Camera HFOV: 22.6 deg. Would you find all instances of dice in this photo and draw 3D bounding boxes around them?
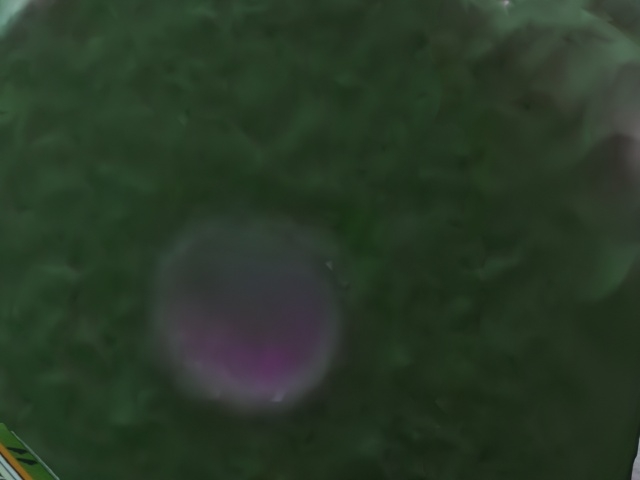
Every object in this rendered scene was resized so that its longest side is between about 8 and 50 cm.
[{"bbox_3d":[0.000,0.000,0.773,0.322,0.318,0.330,9,12,10],"label":"dice"}]

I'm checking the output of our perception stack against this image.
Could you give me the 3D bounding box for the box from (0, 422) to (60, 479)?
[{"bbox_3d":[-0.140,0.145,0.428,0.178,0.148,0.195,-1,14,-28],"label":"box"}]
